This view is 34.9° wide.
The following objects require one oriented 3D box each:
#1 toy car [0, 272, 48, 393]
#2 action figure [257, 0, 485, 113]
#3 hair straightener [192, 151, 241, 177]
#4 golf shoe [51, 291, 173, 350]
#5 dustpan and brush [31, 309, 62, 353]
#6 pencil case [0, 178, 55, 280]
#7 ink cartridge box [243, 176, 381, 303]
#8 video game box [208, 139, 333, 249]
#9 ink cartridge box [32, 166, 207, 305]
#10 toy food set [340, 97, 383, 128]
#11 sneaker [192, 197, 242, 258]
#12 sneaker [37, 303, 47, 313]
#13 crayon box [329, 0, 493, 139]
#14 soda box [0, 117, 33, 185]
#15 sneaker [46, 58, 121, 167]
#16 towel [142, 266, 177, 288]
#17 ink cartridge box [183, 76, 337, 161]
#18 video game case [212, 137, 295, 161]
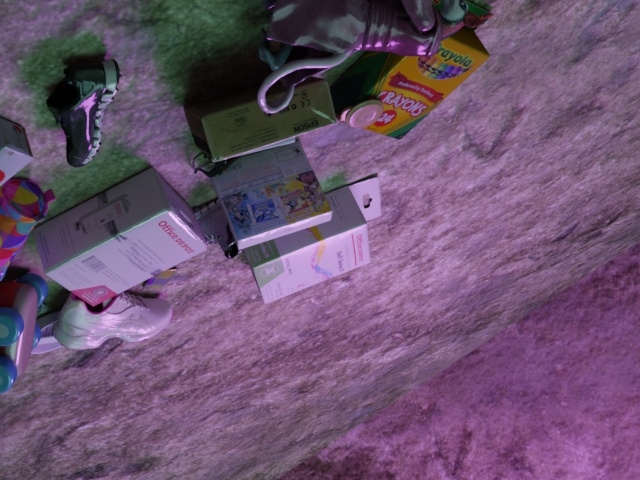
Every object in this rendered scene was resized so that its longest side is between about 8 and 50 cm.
[{"bbox_3d":[-0.707,0.168,2.080,0.238,0.219,0.210,13,111,-3],"label":"toy car"},{"bbox_3d":[0.086,-0.359,1.670,0.371,0.275,0.248,5,163,-2],"label":"action figure"},{"bbox_3d":[-0.179,-0.200,2.013,0.230,0.047,0.089,-34,134,28],"label":"hair straightener"},{"bbox_3d":[-0.460,0.162,2.336,0.306,0.115,0.140,-10,130,-44],"label":"golf shoe"},{"bbox_3d":[-0.654,0.229,2.341,0.211,0.060,0.147,-11,149,-25],"label":"dustpan and brush"},{"bbox_3d":[-0.596,-0.016,1.926,0.104,0.104,0.236,5,142,-44],"label":"pencil case"},{"bbox_3d":[0.000,0.000,2.405,0.354,0.119,0.207,-22,152,-5],"label":"ink cartridge box"},{"bbox_3d":[-0.103,-0.095,2.085,0.205,0.187,0.048,-18,151,-12],"label":"video game box"},{"bbox_3d":[-0.403,-0.002,2.078,0.283,0.117,0.207,-27,151,5],"label":"ink cartridge box"},{"bbox_3d":[0.084,-0.246,1.977,0.083,0.020,0.082,-33,151,15],"label":"toy food set"},{"bbox_3d":[-0.241,-0.005,2.188,0.229,0.132,0.086,-29,152,7],"label":"sneaker"},{"bbox_3d":[-0.640,0.169,2.240,0.098,0.069,0.038,8,139,-46],"label":"sneaker"},{"bbox_3d":[0.187,-0.341,2.004,0.202,0.081,0.318,10,137,-47],"label":"crayon box"},{"bbox_3d":[-0.601,-0.119,1.765,0.216,0.073,0.069,-35,151,19],"label":"soda box"},{"bbox_3d":[-0.421,-0.218,1.742,0.106,0.078,0.234,-2,141,-32],"label":"sneaker"},{"bbox_3d":[-0.374,0.087,2.375,0.060,0.009,0.083,0,145,-40],"label":"towel"},{"bbox_3d":[-0.112,-0.227,1.841,0.235,0.088,0.193,-19,-164,-11],"label":"ink cartridge box"},{"bbox_3d":[-0.123,-0.181,1.915,0.157,0.019,0.143,-14,-169,2],"label":"video game case"}]
